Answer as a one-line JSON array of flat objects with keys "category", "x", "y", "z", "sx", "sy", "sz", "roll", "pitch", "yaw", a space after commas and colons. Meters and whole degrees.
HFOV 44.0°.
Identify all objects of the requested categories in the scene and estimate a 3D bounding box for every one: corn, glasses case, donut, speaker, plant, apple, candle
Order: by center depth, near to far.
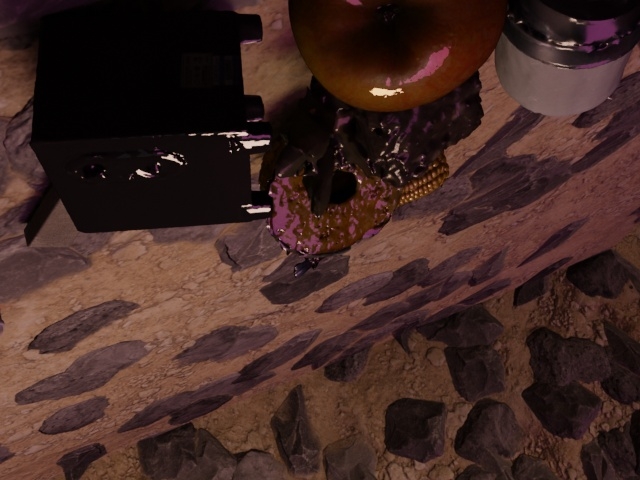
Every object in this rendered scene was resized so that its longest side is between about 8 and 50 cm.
[{"category": "apple", "x": 0.086, "y": -0.273, "z": 0.902, "sx": 0.264, "sy": 0.264, "sz": 0.264, "roll": -23, "pitch": 160, "yaw": -9}, {"category": "speaker", "x": -0.187, "y": -0.132, "z": 0.952, "sx": 0.253, "sy": 0.184, "sz": 0.232, "roll": -4, "pitch": 157, "yaw": -5}, {"category": "plant", "x": 0.063, "y": -0.184, "z": 1.146, "sx": 0.312, "sy": 0.213, "sz": 0.215, "roll": -29, "pitch": 141, "yaw": -1}, {"category": "glasses case", "x": -0.374, "y": -0.061, "z": 1.186, "sx": 0.070, "sy": 0.047, "sz": 0.205, "roll": 0, "pitch": 148, "yaw": -43}, {"category": "candle", "x": 0.374, "y": -0.320, "z": 1.211, "sx": 0.221, "sy": 0.221, "sz": 0.342, "roll": -26, "pitch": 162, "yaw": -1}, {"category": "donut", "x": 0.014, "y": -0.102, "z": 1.357, "sx": 0.271, "sy": 0.107, "sz": 0.272, "roll": -15, "pitch": 128, "yaw": -20}, {"category": "corn", "x": 0.079, "y": -0.105, "z": 1.515, "sx": 0.344, "sy": 0.131, "sz": 0.131, "roll": -20, "pitch": 159, "yaw": -10}]

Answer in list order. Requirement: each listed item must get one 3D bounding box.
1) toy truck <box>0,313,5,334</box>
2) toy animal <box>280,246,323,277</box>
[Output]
[{"category": "toy truck", "x": -0.633, "y": 0.109, "z": 1.111, "sx": 0.176, "sy": 0.178, "sz": 0.363, "roll": -38, "pitch": 160, "yaw": 28}, {"category": "toy animal", "x": 0.007, "y": -0.005, "z": 1.683, "sx": 0.179, "sy": 0.116, "sz": 0.218, "roll": -26, "pitch": 154, "yaw": 2}]
